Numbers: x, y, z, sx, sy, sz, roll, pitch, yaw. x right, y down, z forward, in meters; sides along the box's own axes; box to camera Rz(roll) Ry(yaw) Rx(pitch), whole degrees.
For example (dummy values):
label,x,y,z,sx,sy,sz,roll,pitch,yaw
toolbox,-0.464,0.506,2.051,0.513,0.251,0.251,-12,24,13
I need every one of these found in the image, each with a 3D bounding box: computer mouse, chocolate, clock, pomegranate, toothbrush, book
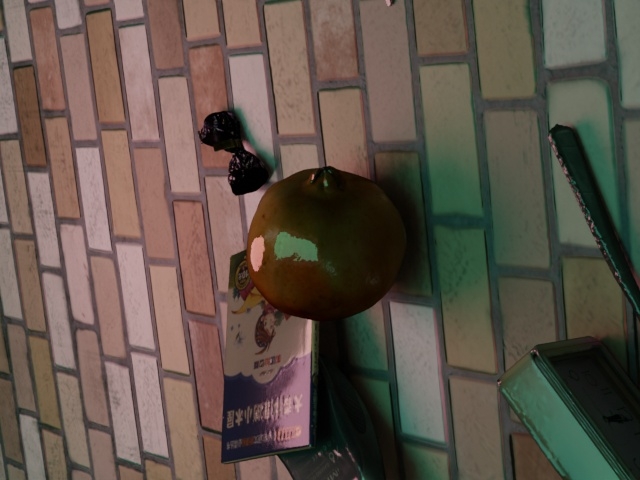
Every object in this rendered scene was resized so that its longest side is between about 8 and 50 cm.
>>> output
label,x,y,z,sx,sy,sz,roll,pitch,yaw
computer mouse,0.027,0.310,1.727,0.167,0.090,0.379,-47,54,37
chocolate,-0.135,-0.136,1.844,0.072,0.070,0.147,-45,63,16
clock,0.298,0.200,1.343,0.071,0.147,0.192,-49,61,30
pomegranate,0.001,0.006,1.606,0.209,0.209,0.209,18,114,47
toothbrush,0.315,0.008,1.363,0.030,0.030,0.297,-37,72,59
book,-0.072,0.148,1.786,0.228,0.018,0.323,-23,60,51

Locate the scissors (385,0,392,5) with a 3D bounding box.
label,x,y,z,sx,sy,sz,roll,pitch,yaw
scissors,0.062,-0.371,1.521,0.100,0.015,0.189,15,136,43
